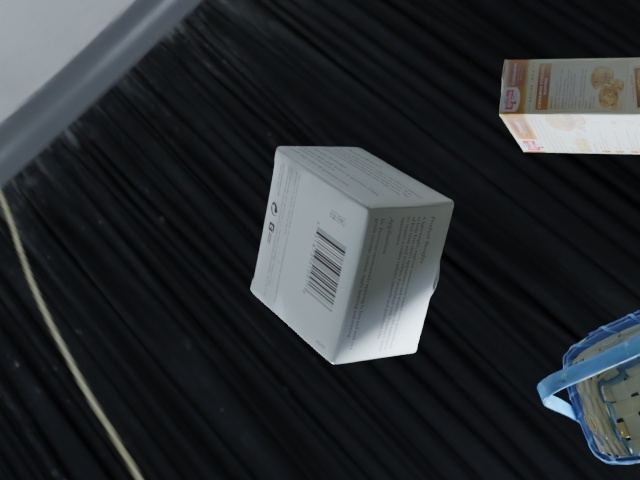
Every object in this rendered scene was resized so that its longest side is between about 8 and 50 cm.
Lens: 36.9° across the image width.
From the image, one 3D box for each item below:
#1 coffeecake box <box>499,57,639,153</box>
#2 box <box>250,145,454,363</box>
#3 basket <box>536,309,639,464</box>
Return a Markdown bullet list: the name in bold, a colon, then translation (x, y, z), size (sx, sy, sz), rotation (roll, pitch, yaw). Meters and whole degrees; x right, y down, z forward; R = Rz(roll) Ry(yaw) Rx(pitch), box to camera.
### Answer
- **coffeecake box**: translation (0.307, -0.147, 1.065), size (0.142, 0.185, 0.068), rotation (28, 68, -65)
- **box**: translation (0.029, 0.009, 1.043), size (0.119, 0.182, 0.181), rotation (-3, 115, -35)
- **basket**: translation (0.451, 0.185, 1.289), size (0.254, 0.201, 0.289), rotation (-29, 141, 21)
